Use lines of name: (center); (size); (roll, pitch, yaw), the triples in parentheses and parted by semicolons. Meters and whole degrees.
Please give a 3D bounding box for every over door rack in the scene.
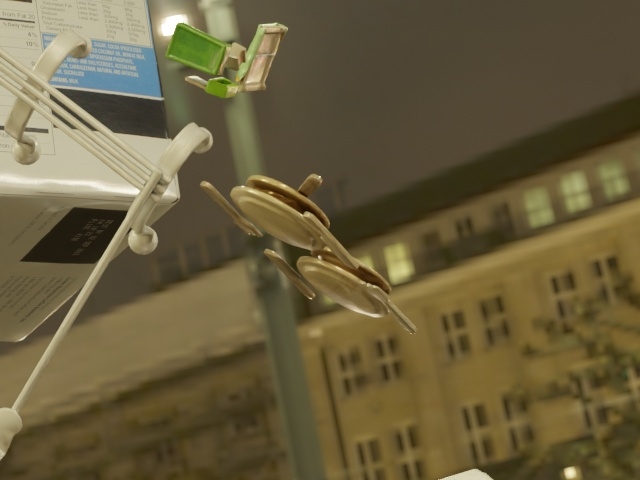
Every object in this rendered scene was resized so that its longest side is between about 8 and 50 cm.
over door rack: (-0.250, -0.022, 1.379); (0.324, 0.239, 0.108); (-55, -5, 20)

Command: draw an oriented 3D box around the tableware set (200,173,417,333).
tableware set: (0.000, 0.000, 1.556); (0.128, 0.039, 0.194); (17, -21, 40)

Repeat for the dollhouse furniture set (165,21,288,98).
dollhouse furniture set: (-0.096, -0.189, 1.937); (0.058, 0.076, 0.151); (25, 15, 17)

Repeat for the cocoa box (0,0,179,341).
cocoa box: (-0.309, -0.075, 1.676); (0.231, 0.228, 0.347); (3, -24, -32)

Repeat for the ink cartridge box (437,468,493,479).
ink cartridge box: (0.067, 0.259, 0.982); (0.171, 0.168, 0.232); (-13, 29, -22)
